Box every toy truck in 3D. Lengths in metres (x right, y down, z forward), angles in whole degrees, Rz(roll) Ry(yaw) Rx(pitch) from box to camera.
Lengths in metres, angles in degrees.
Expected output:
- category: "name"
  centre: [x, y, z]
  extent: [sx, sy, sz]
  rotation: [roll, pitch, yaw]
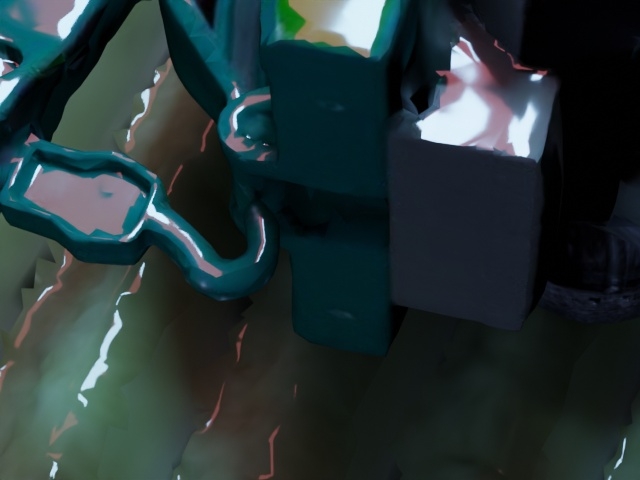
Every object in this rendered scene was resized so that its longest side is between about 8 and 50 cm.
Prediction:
- category: "toy truck"
  centre: [0.041, -0.137, 0.471]
  extent: [0.178, 0.176, 0.363]
  rotation: [14, 61, 10]

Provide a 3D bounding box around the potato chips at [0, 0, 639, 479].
- category: "potato chips"
  centre: [0.000, 0.000, 0.522]
  extent: [0.358, 0.070, 0.429]
  rotation: [26, 61, 0]
